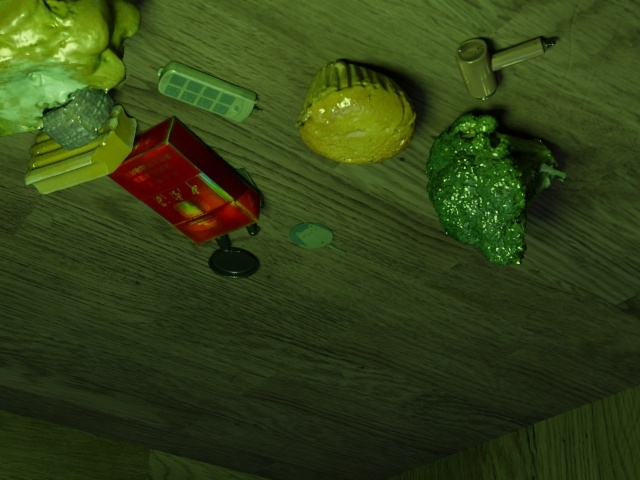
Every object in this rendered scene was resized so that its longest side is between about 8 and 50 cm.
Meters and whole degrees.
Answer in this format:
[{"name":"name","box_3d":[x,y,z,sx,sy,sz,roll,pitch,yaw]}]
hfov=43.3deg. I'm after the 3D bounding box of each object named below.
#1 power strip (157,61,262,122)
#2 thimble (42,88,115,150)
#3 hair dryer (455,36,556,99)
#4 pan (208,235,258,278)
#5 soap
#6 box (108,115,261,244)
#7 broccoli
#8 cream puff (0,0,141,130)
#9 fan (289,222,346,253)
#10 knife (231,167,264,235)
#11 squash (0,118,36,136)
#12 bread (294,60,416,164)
[{"name":"power strip","box_3d":[-0.224,-0.298,1.644,0.226,0.029,0.080,18,143,-21]},{"name":"thimble","box_3d":[-0.496,-0.263,1.613,0.150,0.150,0.098,-19,139,29]},{"name":"hair dryer","box_3d":[0.354,-0.340,1.522,0.181,0.064,0.117,-16,143,17]},{"name":"pan","box_3d":[-0.241,0.034,2.134,0.136,0.028,0.235,-3,149,7]},{"name":"soap","box_3d":[-0.512,-0.193,1.722,0.231,0.140,0.073,-14,146,22]},{"name":"box","box_3d":[-0.306,-0.125,1.841,0.197,0.089,0.313,-20,137,29]},{"name":"broccoli","box_3d":[0.367,-0.114,1.699,0.283,0.304,0.321,-25,151,-14]},{"name":"cream puff","box_3d":[-0.492,-0.364,1.349,0.323,0.270,0.274,-21,158,18]},{"name":"fan","box_3d":[0.000,0.000,2.089,0.175,0.005,0.113,27,139,-32]},{"name":"knife","box_3d":[-0.175,-0.091,1.956,0.072,0.019,0.245,-5,143,11]},{"name":"squash","box_3d":[-0.653,-0.268,1.671,0.191,0.085,0.184,-10,145,15]},{"name":"bread","box_3d":[0.073,-0.246,1.603,0.239,0.139,0.240,2,146,1]}]
